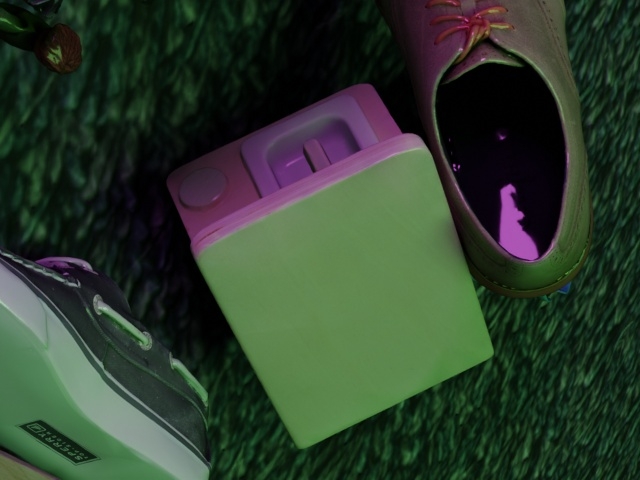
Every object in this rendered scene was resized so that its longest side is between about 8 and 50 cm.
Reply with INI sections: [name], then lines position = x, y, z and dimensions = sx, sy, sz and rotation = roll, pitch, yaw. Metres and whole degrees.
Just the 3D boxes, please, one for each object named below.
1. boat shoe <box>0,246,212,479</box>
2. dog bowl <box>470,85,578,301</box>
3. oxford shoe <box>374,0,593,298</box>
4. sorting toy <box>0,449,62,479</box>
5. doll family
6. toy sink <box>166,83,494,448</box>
[boat shoe]
position = -0.157, 0.060, 0.933
dimensions = 0.301, 0.108, 0.102
rotation = 46, 40, -41
[dog bowl]
position = 0.149, -0.041, 1.199
dimensions = 0.297, 0.074, 0.166
rotation = -3, 95, -76
[oxford shoe]
position = 0.102, -0.138, 0.991
dimensions = 0.130, 0.123, 0.348
rotation = 38, 34, -83
[sorting toy]
position = -0.279, 0.203, 0.860
dimensions = 0.255, 0.089, 0.257
rotation = -59, 145, -8
[doll family]
position = -0.181, -0.133, 0.764
dimensions = 0.193, 0.111, 0.076
rotation = 8, 104, -54
[toy sink]
position = 0.000, 0.000, 1.026
dimensions = 0.152, 0.131, 0.234
rotation = -27, 140, -1
